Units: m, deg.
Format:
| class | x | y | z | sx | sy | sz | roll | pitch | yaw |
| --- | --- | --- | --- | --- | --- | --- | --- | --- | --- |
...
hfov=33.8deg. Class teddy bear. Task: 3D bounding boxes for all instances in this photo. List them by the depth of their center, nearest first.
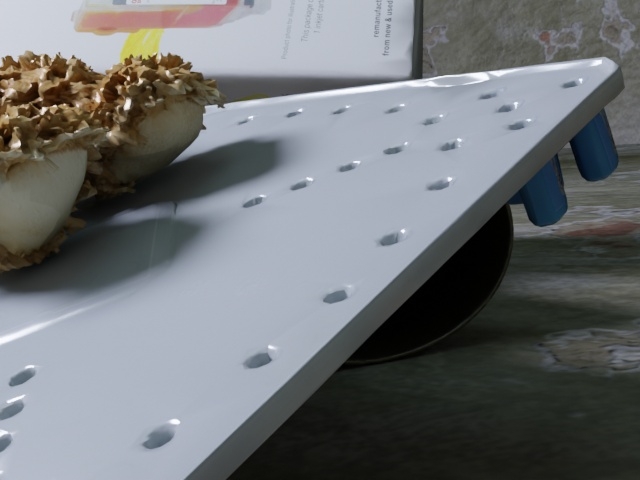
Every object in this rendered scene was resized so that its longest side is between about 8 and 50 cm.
| class | x | y | z | sx | sy | sz | roll | pitch | yaw |
| --- | --- | --- | --- | --- | --- | --- | --- | --- | --- |
| teddy bear | -0.214 | -0.054 | 0.576 | 0.245 | 0.113 | 0.338 | -33 | 24 | -31 |

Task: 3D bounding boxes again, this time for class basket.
| class | x | y | z | sx | sy | sz | roll | pitch | yaw |
| --- | --- | --- | --- | --- | --- | --- | --- | --- | --- |
| basket | 0.000 | 0.000 | 0.790 | 0.204 | 0.154 | 0.227 | -11 | 5 | -17 |

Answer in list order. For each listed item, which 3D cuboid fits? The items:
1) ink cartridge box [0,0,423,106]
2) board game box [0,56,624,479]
| class | x | y | z | sx | sy | sz | roll | pitch | yaw |
| --- | --- | --- | --- | --- | --- | --- | --- | --- | --- |
| ink cartridge box | -0.099 | -0.112 | 0.985 | 0.384 | 0.160 | 0.279 | 2 | -35 | 7 |
| board game box | -0.111 | 0.035 | 0.488 | 0.390 | 0.050 | 0.390 | 1 | 31 | 44 |
